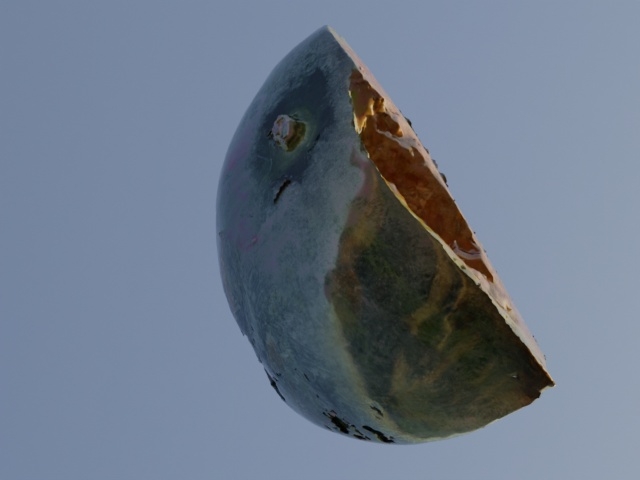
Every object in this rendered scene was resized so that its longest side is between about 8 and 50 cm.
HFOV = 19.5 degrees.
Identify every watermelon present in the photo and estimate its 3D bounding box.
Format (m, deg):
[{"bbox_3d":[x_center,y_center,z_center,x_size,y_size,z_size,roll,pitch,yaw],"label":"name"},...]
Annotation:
[{"bbox_3d":[-0.003,-0.004,1.249,0.188,0.322,0.175,-37,-48,5],"label":"watermelon"}]
